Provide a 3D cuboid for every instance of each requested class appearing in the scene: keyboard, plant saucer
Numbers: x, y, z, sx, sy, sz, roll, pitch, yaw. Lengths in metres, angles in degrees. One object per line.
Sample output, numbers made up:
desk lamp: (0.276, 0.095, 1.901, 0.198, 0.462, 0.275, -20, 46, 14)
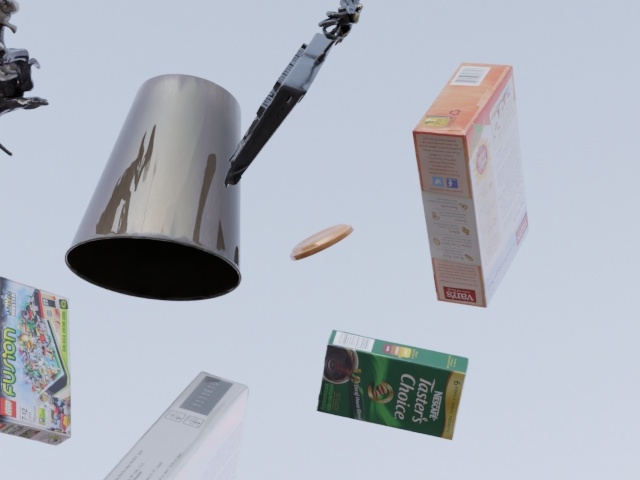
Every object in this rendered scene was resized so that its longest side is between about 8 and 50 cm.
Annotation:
keyboard: (-0.020, -0.168, 1.335, 0.033, 0.317, 0.201, 37, -74, -7)
plant saucer: (0.000, 0.000, 1.610, 0.083, 0.083, 0.013, -23, -81, 22)

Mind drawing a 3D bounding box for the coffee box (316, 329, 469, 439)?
coffee box: (0.093, 0.187, 1.741, 0.184, 0.040, 0.113, 12, -60, 6)

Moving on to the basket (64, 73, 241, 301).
basket: (-0.170, -0.064, 1.551, 0.204, 0.226, 0.154, 2, -29, 15)

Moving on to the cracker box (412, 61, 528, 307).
cracker box: (0.173, -0.062, 1.519, 0.067, 0.155, 0.232, 7, -53, 26)

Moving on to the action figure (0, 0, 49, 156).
action figure: (-0.379, -0.228, 1.453, 0.164, 0.141, 0.275, 7, -82, 27)

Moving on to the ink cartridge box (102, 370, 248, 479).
ink cartridge box: (-0.155, 0.292, 1.298, 0.060, 0.275, 0.238, 16, -64, 13)

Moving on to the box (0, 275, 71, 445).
box: (-0.381, 0.157, 1.753, 0.114, 0.207, 0.036, 22, -42, -40)
